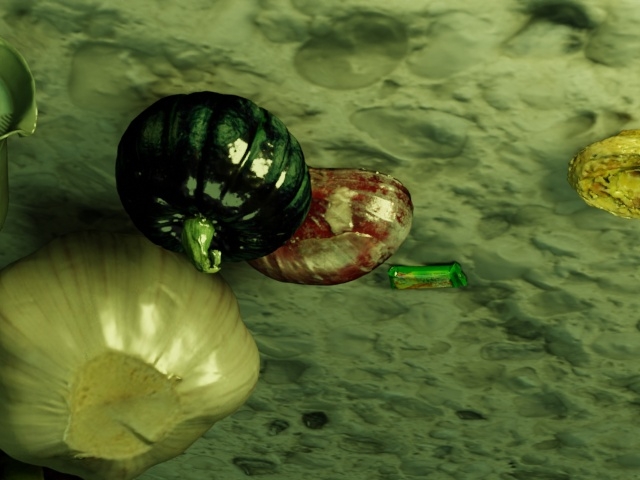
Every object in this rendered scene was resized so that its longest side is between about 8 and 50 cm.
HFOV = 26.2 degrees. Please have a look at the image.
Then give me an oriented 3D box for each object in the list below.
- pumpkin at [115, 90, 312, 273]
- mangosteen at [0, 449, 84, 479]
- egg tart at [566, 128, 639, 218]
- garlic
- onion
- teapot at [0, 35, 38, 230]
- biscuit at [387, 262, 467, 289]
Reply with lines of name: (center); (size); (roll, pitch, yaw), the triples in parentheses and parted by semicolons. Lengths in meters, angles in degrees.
pumpkin: (-0.104, -0.058, 1.310); (0.194, 0.150, 0.194); (14, 124, 22)
mangosteen: (-0.406, 0.276, 1.720); (0.311, 0.311, 0.311); (6, 152, 3)
egg tart: (0.292, -0.067, 1.279); (0.129, 0.049, 0.128); (12, 153, 6)
garlic: (-0.235, 0.128, 1.563); (0.318, 0.259, 0.317); (-10, 125, -16)
onion: (0.000, 0.000, 1.426); (0.206, 0.098, 0.151); (-11, 145, 30)
teapot: (-0.374, -0.099, 1.299); (0.203, 0.171, 0.225); (37, 140, -3)
biscuit: (0.118, 0.042, 1.556); (0.089, 0.016, 0.046); (-2, 150, 18)
